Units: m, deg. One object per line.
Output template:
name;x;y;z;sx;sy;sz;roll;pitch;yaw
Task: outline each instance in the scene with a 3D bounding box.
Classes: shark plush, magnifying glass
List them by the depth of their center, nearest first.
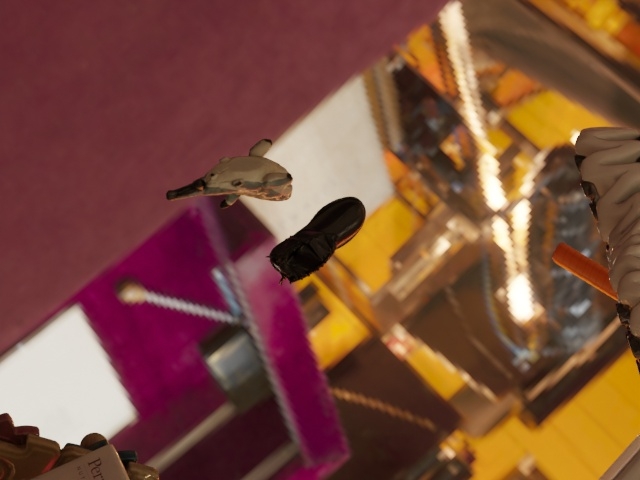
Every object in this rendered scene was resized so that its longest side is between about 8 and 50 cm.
magnifying glass;0.338;0.068;1.615;0.026;0.231;0.092;-56;156;-7
shark plush;-0.101;-0.059;1.875;0.161;0.073;0.067;-21;145;-33

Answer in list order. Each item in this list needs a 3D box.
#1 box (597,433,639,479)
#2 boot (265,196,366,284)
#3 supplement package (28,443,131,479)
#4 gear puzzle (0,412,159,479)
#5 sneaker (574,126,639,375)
box;0.243;0.336;1.265;0.345;0.215;0.168;-47;170;-3
boot;0.000;-0.001;1.573;0.121;0.045;0.099;-33;-174;-5
supplement package;-0.209;0.261;1.018;0.244;0.139;0.134;-24;143;-9
gear puzzle;-0.264;0.248;1.202;0.175;0.044;0.339;20;125;-27
sneaker;0.196;0.021;0.737;0.118;0.292;0.110;-17;124;11
